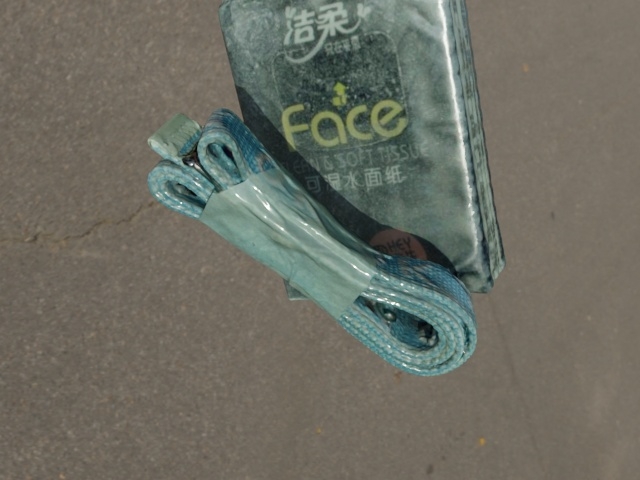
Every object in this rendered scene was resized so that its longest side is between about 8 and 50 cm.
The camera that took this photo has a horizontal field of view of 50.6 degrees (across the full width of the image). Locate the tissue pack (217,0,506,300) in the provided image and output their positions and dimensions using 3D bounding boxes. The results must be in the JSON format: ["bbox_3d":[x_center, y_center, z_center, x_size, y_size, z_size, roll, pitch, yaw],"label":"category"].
[{"bbox_3d":[0.044,-0.100,0.668,0.103,0.228,0.315,-40,121,-59],"label":"tissue pack"}]

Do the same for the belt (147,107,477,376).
[{"bbox_3d":[0.000,0.000,0.540,0.302,0.087,0.072,36,35,-11],"label":"belt"}]
